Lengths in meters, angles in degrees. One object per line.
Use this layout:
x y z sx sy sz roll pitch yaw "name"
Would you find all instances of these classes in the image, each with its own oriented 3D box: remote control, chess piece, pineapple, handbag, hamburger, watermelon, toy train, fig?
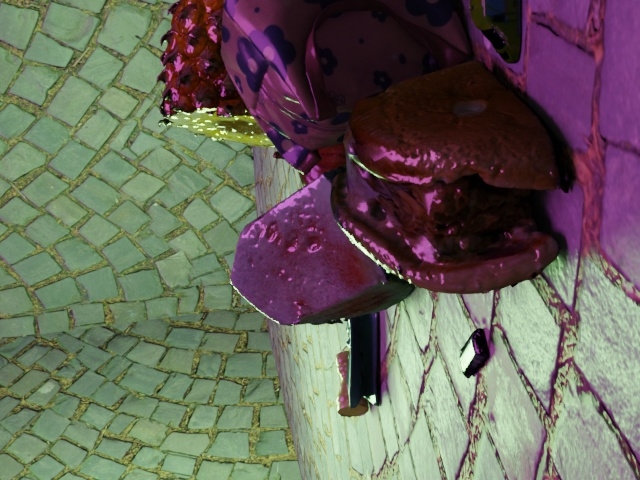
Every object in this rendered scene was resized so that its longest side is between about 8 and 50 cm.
0.179 0.135 1.127 0.096 0.014 0.039 101 160 -66 "remote control"
0.059 0.283 1.890 0.066 0.066 0.122 97 169 -58 "chess piece"
-0.142 -0.343 1.848 0.352 0.353 0.300 -163 82 -81 "pineapple"
0.070 0.188 1.764 0.144 0.057 0.221 -105 11 -63 "handbag"
0.106 -0.059 0.925 0.288 0.192 0.167 -111 7 -59 "hamburger"
-0.010 0.023 1.407 0.387 0.258 0.228 94 154 -84 "watermelon"
0.155 -0.265 0.867 0.044 0.042 0.209 -121 26 -71 "toy train"
0.033 -0.212 1.068 0.193 0.252 0.190 63 165 16 "handbag"
0.010 -0.113 1.601 0.128 0.150 0.128 159 90 -87 "fig"
